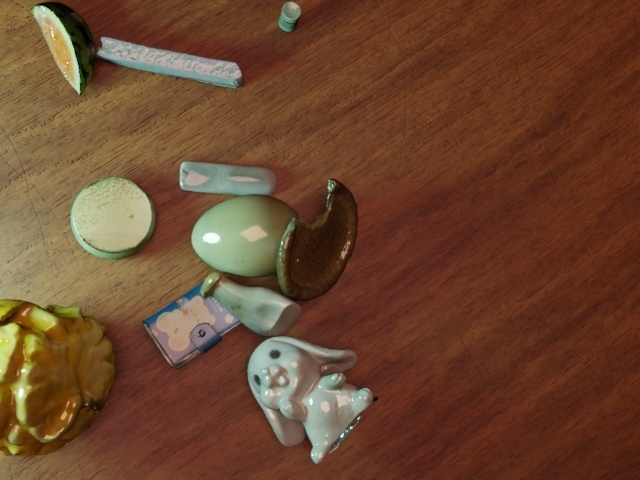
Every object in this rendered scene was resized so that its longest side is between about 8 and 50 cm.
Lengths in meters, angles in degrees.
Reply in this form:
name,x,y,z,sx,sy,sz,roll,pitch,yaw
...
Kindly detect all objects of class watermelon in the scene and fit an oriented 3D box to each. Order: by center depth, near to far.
name,x,y,z,sx,sy,sz,roll,pitch,yaw
watermelon,-0.586,-0.458,1.879,0.063,0.119,0.245,-25,80,-52

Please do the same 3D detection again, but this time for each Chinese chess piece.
name,x,y,z,sx,sy,sz,roll,pitch,yaw
Chinese chess piece,-0.469,-0.050,1.857,0.189,0.083,0.188,2,80,-9

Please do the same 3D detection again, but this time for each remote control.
name,x,y,z,sx,sy,sz,roll,pitch,yaw
remote control,-0.215,-0.146,1.923,0.229,0.044,0.073,4,86,-9

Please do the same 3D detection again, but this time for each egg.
name,x,y,z,sx,sy,sz,roll,pitch,yaw
egg,-0.162,-0.009,1.843,0.254,0.188,0.188,-4,85,-6

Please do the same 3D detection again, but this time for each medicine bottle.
name,x,y,z,sx,sy,sz,roll,pitch,yaw
medicine bottle,-0.074,-0.538,1.968,0.047,0.083,0.047,1,84,-9

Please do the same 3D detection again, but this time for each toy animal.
name,x,y,z,sx,sy,sz,roll,pitch,yaw
toy animal,-0.019,0.332,1.841,0.249,0.174,0.289,-29,90,1

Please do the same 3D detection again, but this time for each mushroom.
name,x,y,z,sx,sy,sz,roll,pitch,yaw
mushroom,-0.157,0.139,1.832,0.225,0.116,0.093,24,36,6

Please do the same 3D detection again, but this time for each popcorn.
name,x,y,z,sx,sy,sz,roll,pitch,yaw
popcorn,-0.622,0.279,1.700,0.382,0.349,0.348,-3,83,30

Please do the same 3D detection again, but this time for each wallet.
name,x,y,z,sx,sy,sz,roll,pitch,yaw
wallet,-0.287,0.188,1.866,0.202,0.059,0.141,-34,87,-15

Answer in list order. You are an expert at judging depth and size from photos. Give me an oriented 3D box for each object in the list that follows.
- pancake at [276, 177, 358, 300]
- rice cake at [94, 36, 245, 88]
name,x,y,z,sx,sy,sz,roll,pitch,yaw
pancake,0.000,0.000,1.849,0.033,0.288,0.286,18,97,32
rice cake,-0.356,-0.419,1.921,0.365,0.073,0.056,11,84,-6
